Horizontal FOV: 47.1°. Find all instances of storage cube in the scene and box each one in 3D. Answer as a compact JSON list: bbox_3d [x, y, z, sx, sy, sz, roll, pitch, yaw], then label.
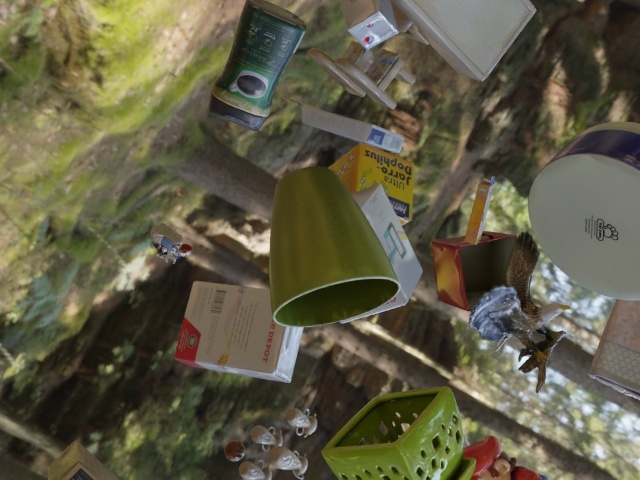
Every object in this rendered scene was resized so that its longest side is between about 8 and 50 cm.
[{"bbox_3d":[0.447,0.080,2.109,0.193,0.183,0.215,-165,-115,-74],"label":"storage cube"}]

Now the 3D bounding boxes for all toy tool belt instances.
[{"bbox_3d":[-0.254,0.012,1.240,0.052,0.083,0.051,-30,150,-52],"label":"toy tool belt"}]

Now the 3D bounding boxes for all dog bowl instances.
[{"bbox_3d":[0.461,-0.042,1.134,0.104,0.265,0.265,-37,175,-30],"label":"dog bowl"}]

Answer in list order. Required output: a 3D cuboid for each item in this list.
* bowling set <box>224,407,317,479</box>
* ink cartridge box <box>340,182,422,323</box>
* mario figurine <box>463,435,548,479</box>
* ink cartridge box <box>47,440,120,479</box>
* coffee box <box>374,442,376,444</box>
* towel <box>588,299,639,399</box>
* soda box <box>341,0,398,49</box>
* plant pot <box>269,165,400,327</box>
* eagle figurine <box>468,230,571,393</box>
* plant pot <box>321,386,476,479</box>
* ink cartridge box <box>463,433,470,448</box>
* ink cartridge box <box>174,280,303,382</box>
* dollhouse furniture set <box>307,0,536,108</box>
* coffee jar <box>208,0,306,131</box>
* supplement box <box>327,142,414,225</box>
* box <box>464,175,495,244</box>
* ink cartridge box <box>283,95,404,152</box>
[{"bbox_3d":[-0.134,0.562,1.924,0.199,0.154,0.287,10,-111,35],"label":"bowling set"},{"bbox_3d":[0.104,0.034,1.876,0.198,0.270,0.197,-20,-165,27],"label":"ink cartridge box"},{"bbox_3d":[0.448,0.585,1.687,0.170,0.320,0.198,-63,175,-54],"label":"mario figurine"},{"bbox_3d":[-0.469,0.530,1.531,0.088,0.193,0.234,-45,-169,-18],"label":"ink cartridge box"},{"bbox_3d":[0.154,0.718,2.254,0.184,0.040,0.113,-33,118,-56],"label":"coffee box"},{"bbox_3d":[0.844,0.252,1.740,0.317,0.331,0.053,-62,168,-15],"label":"towel"},{"bbox_3d":[0.077,-0.457,1.324,0.069,0.074,0.216,-24,-120,27],"label":"soda box"},{"bbox_3d":[0.000,0.000,1.570,0.275,0.274,0.294,-49,-130,56],"label":"plant pot"},{"bbox_3d":[0.460,0.155,1.689,0.225,0.298,0.226,-35,-161,11],"label":"eagle figurine"},{"bbox_3d":[0.180,0.462,1.548,0.228,0.207,0.227,-22,-173,45],"label":"plant pot"},{"bbox_3d":[0.395,0.596,2.006,0.061,0.181,0.104,-32,175,5],"label":"ink cartridge box"},{"bbox_3d":[-0.213,0.245,1.977,0.131,0.306,0.226,51,49,-62],"label":"ink cartridge box"},{"bbox_3d":[0.156,-0.461,1.353,0.362,0.256,0.394,-53,-147,2],"label":"dollhouse furniture set"},{"bbox_3d":[-0.099,-0.260,1.099,0.184,0.096,0.079,-62,-160,25],"label":"coffee jar"},{"bbox_3d":[0.099,-0.112,2.204,0.356,0.194,0.195,-32,-134,54],"label":"supplement box"},{"bbox_3d":[0.322,-0.065,1.474,0.081,0.028,0.136,-23,125,-69],"label":"box"},{"bbox_3d":[0.051,-0.257,1.648,0.223,0.224,0.045,-1,111,-65],"label":"ink cartridge box"}]
